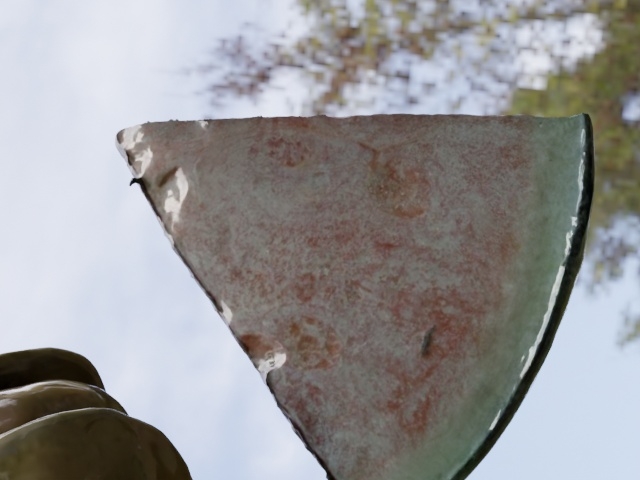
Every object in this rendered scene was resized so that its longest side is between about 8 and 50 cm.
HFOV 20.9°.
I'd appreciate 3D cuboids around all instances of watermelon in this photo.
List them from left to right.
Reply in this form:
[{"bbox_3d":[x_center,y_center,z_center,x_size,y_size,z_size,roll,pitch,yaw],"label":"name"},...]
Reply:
[{"bbox_3d":[0.042,-0.005,1.129,0.250,0.283,0.292,-33,-76,-7],"label":"watermelon"}]

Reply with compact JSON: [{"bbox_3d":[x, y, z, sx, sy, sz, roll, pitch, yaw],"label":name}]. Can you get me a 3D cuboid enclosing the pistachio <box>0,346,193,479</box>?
[{"bbox_3d":[-0.147,0.183,0.644,0.181,0.162,0.293,28,-84,-39],"label":"pistachio"}]
